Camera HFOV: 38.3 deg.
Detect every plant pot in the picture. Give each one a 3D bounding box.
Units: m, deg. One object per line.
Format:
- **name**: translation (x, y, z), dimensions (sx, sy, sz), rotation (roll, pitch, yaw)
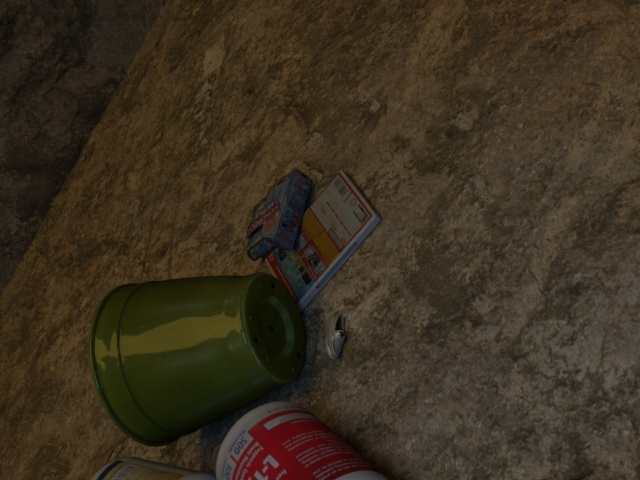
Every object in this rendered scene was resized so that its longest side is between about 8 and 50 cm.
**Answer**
- **plant pot**: translation (-0.235, 0.225, 1.969), dimensions (0.352, 0.366, 0.367), rotation (-18, 53, 26)

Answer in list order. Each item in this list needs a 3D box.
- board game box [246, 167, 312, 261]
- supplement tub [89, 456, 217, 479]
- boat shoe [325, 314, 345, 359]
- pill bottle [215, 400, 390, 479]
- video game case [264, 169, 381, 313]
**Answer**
- **board game box**: translation (-0.110, -0.042, 2.162), dimensions (0.194, 0.060, 0.194), rotation (-35, 34, 35)
- **supplement tub**: translation (-0.307, 0.569, 1.853), dimensions (0.316, 0.228, 0.228), rotation (2, 67, 34)
- **boat shoe**: translation (0.034, 0.197, 1.897), dimensions (0.035, 0.035, 0.100), rotation (-31, 39, 36)
- **pill bottle**: translation (0.001, 0.463, 1.599), dimensions (0.407, 0.229, 0.229), rotation (29, 89, 53)
- **video game case**: translation (0.000, 0.000, 2.071), dimensions (0.285, 0.025, 0.204), rotation (-49, 39, 13)
